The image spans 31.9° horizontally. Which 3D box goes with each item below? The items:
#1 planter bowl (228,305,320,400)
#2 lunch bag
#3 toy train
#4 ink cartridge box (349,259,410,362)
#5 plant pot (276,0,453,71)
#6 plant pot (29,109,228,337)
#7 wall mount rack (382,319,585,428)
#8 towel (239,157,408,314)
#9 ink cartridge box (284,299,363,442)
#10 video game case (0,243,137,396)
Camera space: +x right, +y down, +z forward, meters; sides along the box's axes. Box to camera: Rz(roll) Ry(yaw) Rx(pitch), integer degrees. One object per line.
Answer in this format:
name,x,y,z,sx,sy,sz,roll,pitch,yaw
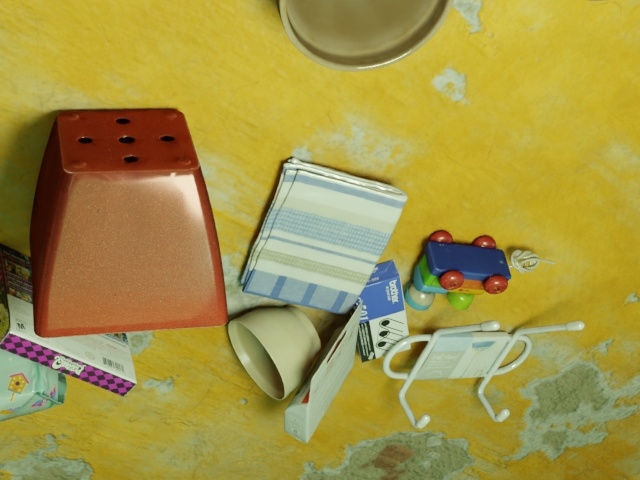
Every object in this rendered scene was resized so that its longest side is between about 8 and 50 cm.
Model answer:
planter bowl,-0.069,0.180,1.944,0.109,0.162,0.162,-32,141,-23
lunch bag,-0.539,0.220,1.818,0.224,0.160,0.262,-13,169,-5
toy train,0.278,0.072,1.976,0.248,0.105,0.143,6,142,-23
ink cartridge box,0.101,0.130,2.009,0.097,0.046,0.207,-16,136,-4
plant pot,0.052,-0.350,1.474,0.238,0.109,0.237,-9,136,-9
plant pot,-0.277,-0.043,1.589,0.268,0.267,0.235,-3,123,-14
wall mount rack,0.304,0.217,2.070,0.350,0.130,0.304,2,131,-33
towel,0.000,0.000,1.832,0.209,0.034,0.285,14,129,-12
ink cartridge box,0.003,0.220,1.953,0.066,0.189,0.232,23,146,18
video game case,-0.400,0.122,1.729,0.232,0.210,0.042,29,113,-38
